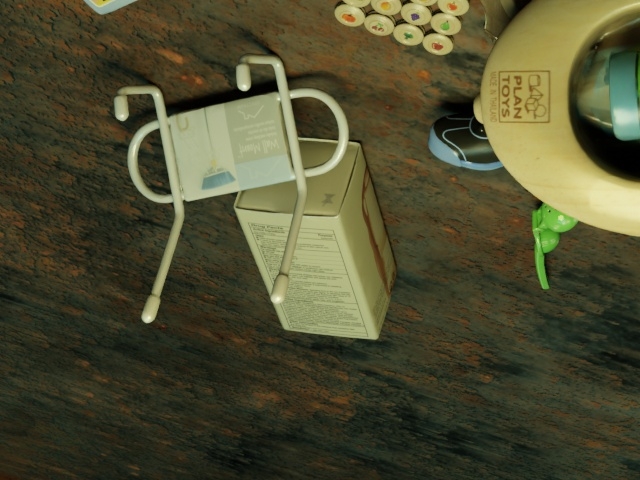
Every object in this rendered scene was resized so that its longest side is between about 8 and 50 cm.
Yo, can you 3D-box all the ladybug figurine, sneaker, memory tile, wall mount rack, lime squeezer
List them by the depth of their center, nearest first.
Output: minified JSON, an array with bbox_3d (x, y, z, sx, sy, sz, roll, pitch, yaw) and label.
[{"bbox_3d":[0.387,-0.156,1.672,0.449,0.305,0.162,2,-175,19],"label":"ladybug figurine"},{"bbox_3d":[0.226,-0.239,1.790,0.071,0.066,0.188,11,146,39],"label":"sneaker"},{"bbox_3d":[0.093,-0.268,1.831,0.148,0.012,0.113,18,147,-2],"label":"memory tile"},{"bbox_3d":[0.246,-0.137,1.909,0.232,0.081,0.090,3,143,6],"label":"sneaker"},{"bbox_3d":[-0.131,-0.066,1.990,0.350,0.304,0.130,-10,-179,33],"label":"wall mount rack"},{"bbox_3d":[0.324,-0.021,2.083,0.110,0.059,0.310,-5,154,-26],"label":"lime squeezer"}]

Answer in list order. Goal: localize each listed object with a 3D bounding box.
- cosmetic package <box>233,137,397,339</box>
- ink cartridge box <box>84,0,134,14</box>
[{"bbox_3d":[0.000,0.000,2.165,0.153,0.129,0.296,7,147,17],"label":"cosmetic package"},{"bbox_3d":[-0.159,-0.415,1.599,0.395,0.151,0.270,-17,135,38],"label":"ink cartridge box"}]
